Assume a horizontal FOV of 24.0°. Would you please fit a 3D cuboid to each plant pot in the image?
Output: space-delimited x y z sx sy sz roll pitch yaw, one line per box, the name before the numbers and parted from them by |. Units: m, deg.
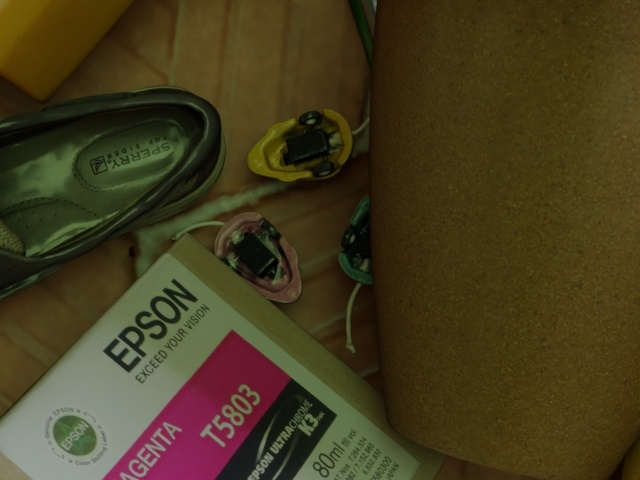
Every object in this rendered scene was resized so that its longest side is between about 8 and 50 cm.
plant pot | 0.117 -0.015 0.765 0.237 0.237 0.254 14 93 -6

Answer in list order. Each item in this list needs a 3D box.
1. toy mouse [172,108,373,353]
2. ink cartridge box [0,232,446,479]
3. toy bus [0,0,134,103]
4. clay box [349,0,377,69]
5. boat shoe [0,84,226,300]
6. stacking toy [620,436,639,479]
toy mouse | 0.000 0.000 0.860 0.161 0.031 0.143 -23 74 6
ink cartridge box | -0.066 0.131 0.751 0.193 0.088 0.234 40 38 -1
toy bus | -0.143 -0.193 0.810 0.130 0.108 0.332 39 89 14
clay box | 0.138 -0.134 0.908 0.222 0.053 0.127 -17 84 -10
boat shoe | -0.183 -0.015 0.817 0.285 0.092 0.102 -23 84 -10
stacking toy | 0.283 0.133 0.801 0.480 0.350 0.350 -31 85 7
